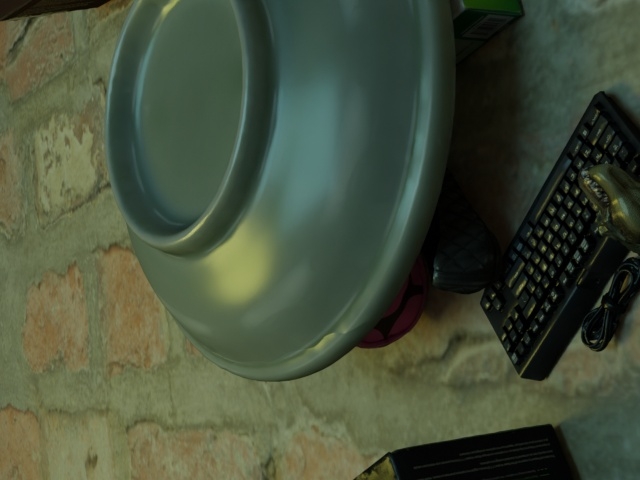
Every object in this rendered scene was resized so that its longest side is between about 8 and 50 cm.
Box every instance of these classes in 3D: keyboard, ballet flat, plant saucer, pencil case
[{"bbox_3d":[0.154,0.010,0.715,0.108,0.023,0.180,60,142,38],"label":"keyboard"},{"bbox_3d":[0.072,-0.019,0.819,0.173,0.049,0.057,-125,41,-57],"label":"ballet flat"},{"bbox_3d":[-0.069,-0.096,0.860,0.400,0.100,0.400,-5,84,53],"label":"plant saucer"},{"bbox_3d":[0.000,0.000,0.918,0.209,0.095,0.098,36,119,51],"label":"pencil case"}]

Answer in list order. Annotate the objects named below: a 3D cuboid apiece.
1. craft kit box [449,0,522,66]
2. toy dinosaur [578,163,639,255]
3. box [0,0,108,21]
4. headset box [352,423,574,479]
[{"bbox_3d":[0.032,-0.222,0.880,0.250,0.061,0.247,-36,59,55],"label":"craft kit box"},{"bbox_3d":[0.224,0.045,0.565,0.268,0.064,0.118,65,150,29],"label":"toy dinosaur"},{"bbox_3d":[-0.268,-0.359,1.254,0.381,0.143,0.191,7,110,65],"label":"box"},{"bbox_3d":[0.087,0.300,0.750,0.246,0.131,0.283,-51,51,50],"label":"headset box"}]
